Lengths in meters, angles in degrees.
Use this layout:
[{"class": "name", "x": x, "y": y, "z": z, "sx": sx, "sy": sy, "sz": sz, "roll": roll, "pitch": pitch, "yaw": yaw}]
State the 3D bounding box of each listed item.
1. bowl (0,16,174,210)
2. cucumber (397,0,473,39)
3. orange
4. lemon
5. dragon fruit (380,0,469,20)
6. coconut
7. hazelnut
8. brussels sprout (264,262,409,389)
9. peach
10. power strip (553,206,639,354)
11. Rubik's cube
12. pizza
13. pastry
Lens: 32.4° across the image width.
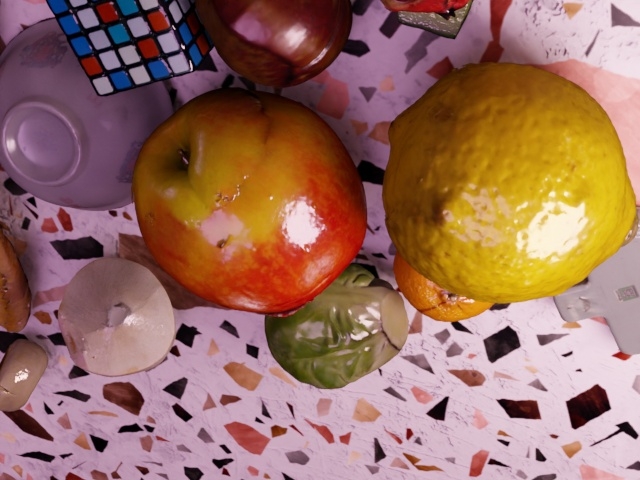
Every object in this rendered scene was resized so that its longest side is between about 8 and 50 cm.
[{"class": "bowl", "x": -0.423, "y": -0.180, "z": 1.804, "sx": 0.345, "sy": 0.157, "sz": 0.346, "roll": 5, "pitch": 114, "yaw": 12}, {"class": "cucumber", "x": 0.165, "y": -0.360, "z": 1.577, "sx": 0.115, "sy": 0.062, "sz": 0.116, "roll": 20, "pitch": 137, "yaw": 5}, {"class": "orange", "x": 0.214, "y": 0.045, "z": 1.812, "sx": 0.193, "sy": 0.161, "sz": 0.193, "roll": 12, "pitch": 128, "yaw": 16}, {"class": "lemon", "x": 0.271, "y": -0.075, "z": 1.585, "sx": 0.387, "sy": 0.350, "sz": 0.350, "roll": 25, "pitch": 130, "yaw": -5}, {"class": "dragon fruit", "x": 0.126, "y": -0.439, "z": 1.390, "sx": 0.301, "sy": 0.295, "sz": 0.295, "roll": 44, "pitch": 129, "yaw": 1}, {"class": "coconut", "x": -0.376, "y": 0.145, "z": 2.036, "sx": 0.241, "sy": 0.241, "sz": 0.241, "roll": 9, "pitch": 129, "yaw": 12}, {"class": "hazelnut", "x": -0.059, "y": -0.333, "z": 1.596, "sx": 0.229, "sy": 0.229, "sz": 0.230, "roll": 9, "pitch": 129, "yaw": 12}, {"class": "brussels sprout", "x": 0.024, "y": 0.147, "z": 1.926, "sx": 0.244, "sy": 0.244, "sz": 0.244, "roll": 9, "pitch": 129, "yaw": 12}, {"class": "peach", "x": -0.107, "y": -0.056, "z": 1.738, "sx": 0.370, "sy": 0.370, "sz": 0.370, "roll": 9, "pitch": 129, "yaw": 12}, {"class": "power strip", "x": 0.480, "y": 0.077, "z": 1.811, "sx": 0.193, "sy": 0.059, "sz": 0.265, "roll": -17, "pitch": 120, "yaw": 24}, {"class": "Rubik's cube", "x": -0.267, "y": -0.347, "z": 1.650, "sx": 0.182, "sy": 0.187, "sz": 0.184, "roll": -9, "pitch": 125, "yaw": 24}, {"class": "pizza", "x": -0.699, "y": -0.010, "z": 2.062, "sx": 0.435, "sy": 0.080, "sz": 0.392, "roll": 35, "pitch": 147, "yaw": -11}, {"class": "pastry", "x": -0.630, "y": 0.283, "z": 2.285, "sx": 0.092, "sy": 0.156, "sz": 0.156, "roll": 27, "pitch": 130, "yaw": -9}]
